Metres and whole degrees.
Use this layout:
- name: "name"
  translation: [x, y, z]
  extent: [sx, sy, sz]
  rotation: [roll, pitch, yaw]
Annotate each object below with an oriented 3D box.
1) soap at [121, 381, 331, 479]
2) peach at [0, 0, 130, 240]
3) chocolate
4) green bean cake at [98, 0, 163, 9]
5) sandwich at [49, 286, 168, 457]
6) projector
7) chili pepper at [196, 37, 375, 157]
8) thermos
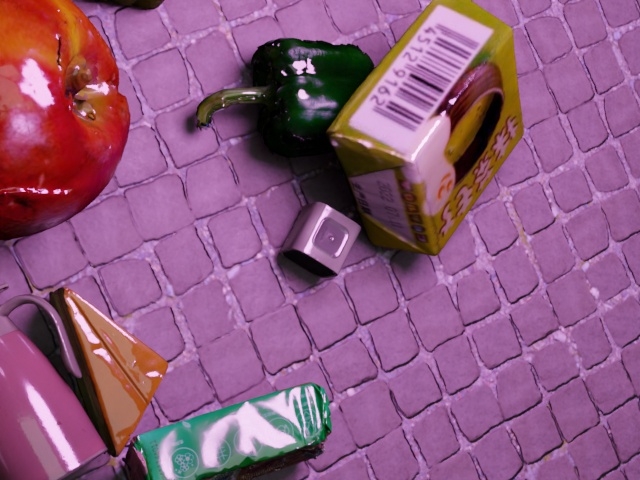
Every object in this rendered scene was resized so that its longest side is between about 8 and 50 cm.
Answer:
- name: "soap"
  translation: [-0.123, 0.280, 1.381]
  extent: [0.273, 0.218, 0.098]
  rotation: [-15, 75, -19]
- name: "peach"
  translation: [-0.460, -0.170, 1.258]
  extent: [0.417, 0.353, 0.339]
  rotation: [-3, 76, 18]
- name: "chocolate"
  translation: [0.168, -0.157, 1.494]
  extent: [0.137, 0.288, 0.301]
  rotation: [29, 70, 28]
- name: "green bean cake"
  translation: [-0.299, -0.432, 1.423]
  extent: [0.214, 0.113, 0.200]
  rotation: [1, 83, -23]
- name: "sandwich"
  translation: [-0.312, 0.172, 1.353]
  extent: [0.187, 0.117, 0.144]
  rotation: [39, 69, -15]
- name: "projector"
  translation: [0.000, 0.000, 1.519]
  extent: [0.083, 0.083, 0.082]
  rotation: [32, 74, -16]
- name: "chili pepper"
  translation: [-0.046, -0.204, 1.481]
  extent: [0.261, 0.165, 0.173]
  rotation: [-9, 99, -24]
- name: "thermos"
  translation: [-0.386, 0.185, 1.309]
  extent: [0.176, 0.146, 0.265]
  rotation: [-29, 87, 0]
